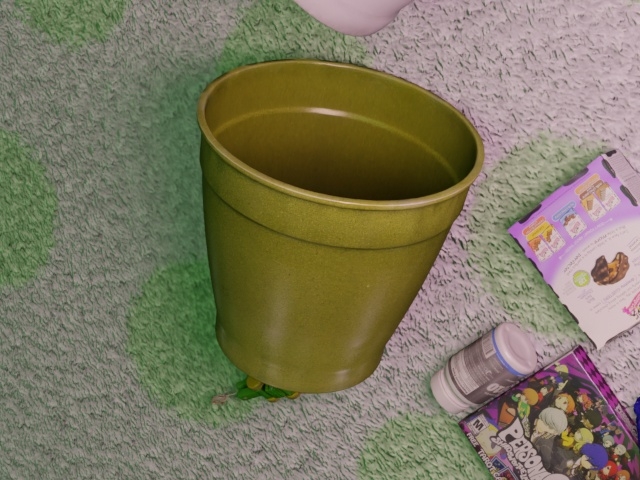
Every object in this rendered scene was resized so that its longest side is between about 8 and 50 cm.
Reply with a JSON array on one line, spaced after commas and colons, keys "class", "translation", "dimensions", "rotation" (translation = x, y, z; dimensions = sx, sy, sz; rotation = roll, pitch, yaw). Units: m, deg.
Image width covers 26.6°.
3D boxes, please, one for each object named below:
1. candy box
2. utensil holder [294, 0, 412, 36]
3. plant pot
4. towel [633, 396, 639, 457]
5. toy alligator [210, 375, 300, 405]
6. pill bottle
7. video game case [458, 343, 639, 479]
[{"class": "candy box", "translation": [0.364, 0.012, 1.717], "dimensions": [0.165, 0.070, 0.196], "rotation": [-41, 80, 31]}, {"class": "utensil holder", "translation": [0.118, -0.477, 1.600], "dimensions": [0.385, 0.327, 0.327], "rotation": [-31, 85, 30]}, {"class": "plant pot", "translation": [0.000, 0.000, 1.796], "dimensions": [0.366, 0.366, 0.353], "rotation": [27, 126, 23]}, {"class": "towel", "translation": [0.541, 0.292, 1.648], "dimensions": [0.308, 0.076, 0.227], "rotation": [-7, 91, 26]}, {"class": "toy alligator", "translation": [-0.088, 0.213, 2.050], "dimensions": [0.190, 0.056, 0.051], "rotation": [-12, 53, 34]}, {"class": "pill bottle", "translation": [0.219, 0.176, 1.838], "dimensions": [0.137, 0.078, 0.078], "rotation": [-38, 81, 32]}, {"class": "video game case", "translation": [0.330, 0.289, 1.821], "dimensions": [0.210, 0.042, 0.232], "rotation": [-37, 82, 30]}]
